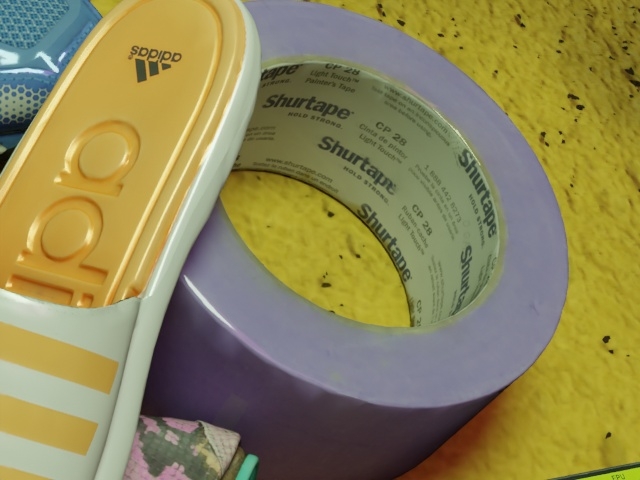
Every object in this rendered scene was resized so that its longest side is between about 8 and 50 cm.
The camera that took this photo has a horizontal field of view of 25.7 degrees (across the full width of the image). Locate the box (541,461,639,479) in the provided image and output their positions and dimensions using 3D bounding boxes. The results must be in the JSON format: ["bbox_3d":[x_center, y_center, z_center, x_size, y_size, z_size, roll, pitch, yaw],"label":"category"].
[{"bbox_3d":[0.134,0.177,0.539,0.190,0.045,0.184,-5,58,-31],"label":"box"}]

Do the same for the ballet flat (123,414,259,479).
[{"bbox_3d":[-0.074,0.145,0.434,0.079,0.077,0.222,10,46,0],"label":"ballet flat"}]

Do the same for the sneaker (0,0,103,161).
[{"bbox_3d":[-0.219,-0.147,0.504,0.330,0.147,0.130,32,48,-7],"label":"sneaker"}]

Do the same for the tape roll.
[{"bbox_3d":[0.000,0.000,0.567,0.189,0.080,0.189,14,52,-20],"label":"tape roll"}]

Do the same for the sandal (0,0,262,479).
[{"bbox_3d":[-0.102,0.012,0.442,0.101,0.076,0.265,9,67,26],"label":"sandal"}]
